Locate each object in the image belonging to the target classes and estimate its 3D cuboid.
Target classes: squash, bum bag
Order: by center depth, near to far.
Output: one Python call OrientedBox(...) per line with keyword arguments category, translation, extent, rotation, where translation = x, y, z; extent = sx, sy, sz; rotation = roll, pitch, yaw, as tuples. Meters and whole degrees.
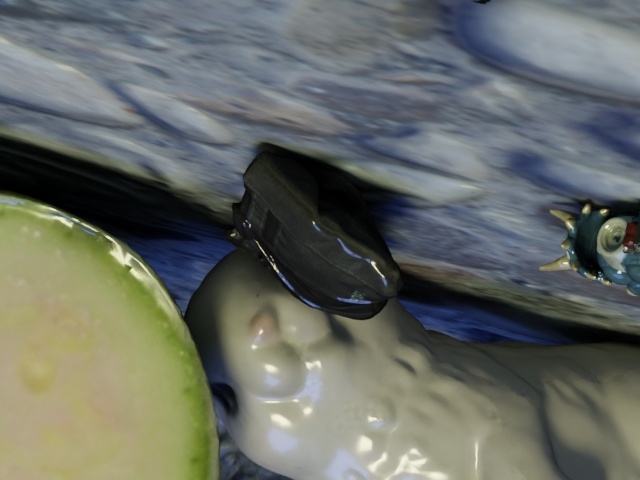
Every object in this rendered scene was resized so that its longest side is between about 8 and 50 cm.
OrientedBox(category="bum bag", translation=(0.000, 0.000, 0.897), extent=(0.087, 0.049, 0.198), rotation=(38, 172, 2))
OrientedBox(category="squash", translation=(-0.220, 0.098, 1.097), extent=(0.263, 0.263, 0.384), rotation=(16, 176, -14))

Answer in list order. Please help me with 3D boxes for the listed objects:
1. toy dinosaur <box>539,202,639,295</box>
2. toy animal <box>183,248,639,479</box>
OrientedBox(category="toy dinosaur", translation=(0.125, 0.003, 0.760), extent=(0.047, 0.030, 0.083), rotation=(19, 170, -38))
OrientedBox(category="toy animal", translation=(0.084, 0.110, 1.093), extent=(0.357, 0.194, 0.258), rotation=(30, -164, -6))
